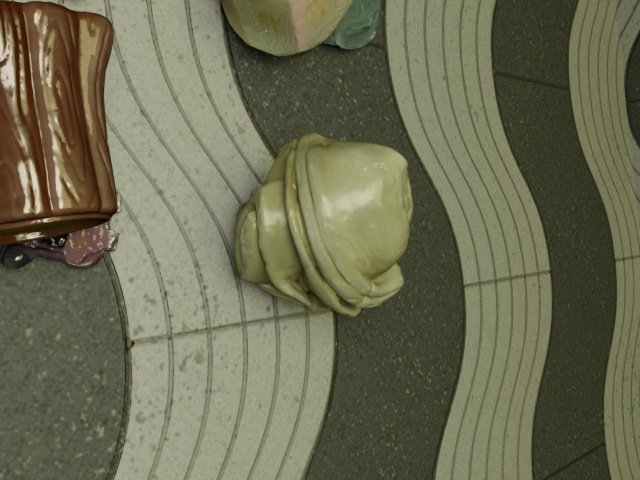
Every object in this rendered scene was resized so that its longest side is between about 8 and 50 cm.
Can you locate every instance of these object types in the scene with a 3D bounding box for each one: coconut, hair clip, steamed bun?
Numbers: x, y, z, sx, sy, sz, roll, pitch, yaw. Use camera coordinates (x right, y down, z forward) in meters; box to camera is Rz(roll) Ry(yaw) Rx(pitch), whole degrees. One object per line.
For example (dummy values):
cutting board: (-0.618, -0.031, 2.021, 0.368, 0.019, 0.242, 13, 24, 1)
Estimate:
coconut: (-0.050, -0.404, 1.023, 0.237, 0.236, 0.197, -15, 55, -44)
hair clip: (-0.318, -0.051, 0.859, 0.146, 0.056, 0.186, 13, 85, -44)
steamed bun: (-0.001, -0.003, 0.988, 0.203, 0.289, 0.276, -49, 121, -32)

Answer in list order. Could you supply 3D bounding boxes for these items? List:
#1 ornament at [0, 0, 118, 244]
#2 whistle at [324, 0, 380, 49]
ornament: (-0.321, -0.114, 0.718, 0.221, 0.236, 0.217, -2, 80, -83)
whistle: (0.048, -0.545, 1.164, 0.168, 0.188, 0.404, -30, 107, -42)
